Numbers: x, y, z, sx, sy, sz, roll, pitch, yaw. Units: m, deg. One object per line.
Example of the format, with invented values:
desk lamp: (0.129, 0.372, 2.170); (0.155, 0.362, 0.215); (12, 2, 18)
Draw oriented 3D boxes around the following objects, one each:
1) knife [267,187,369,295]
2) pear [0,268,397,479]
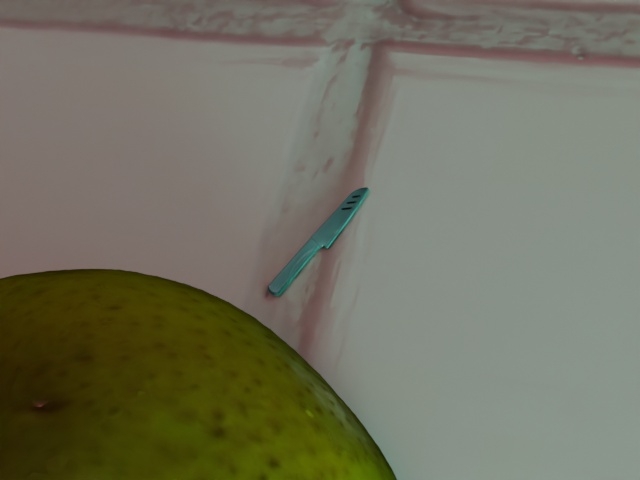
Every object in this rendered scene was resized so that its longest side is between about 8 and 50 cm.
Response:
knife: (0.000, 0.000, 0.904); (0.014, 0.005, 0.091); (32, 74, 30)
pear: (-0.160, 0.147, 0.760); (0.386, 0.191, 0.340); (1, 61, 17)
